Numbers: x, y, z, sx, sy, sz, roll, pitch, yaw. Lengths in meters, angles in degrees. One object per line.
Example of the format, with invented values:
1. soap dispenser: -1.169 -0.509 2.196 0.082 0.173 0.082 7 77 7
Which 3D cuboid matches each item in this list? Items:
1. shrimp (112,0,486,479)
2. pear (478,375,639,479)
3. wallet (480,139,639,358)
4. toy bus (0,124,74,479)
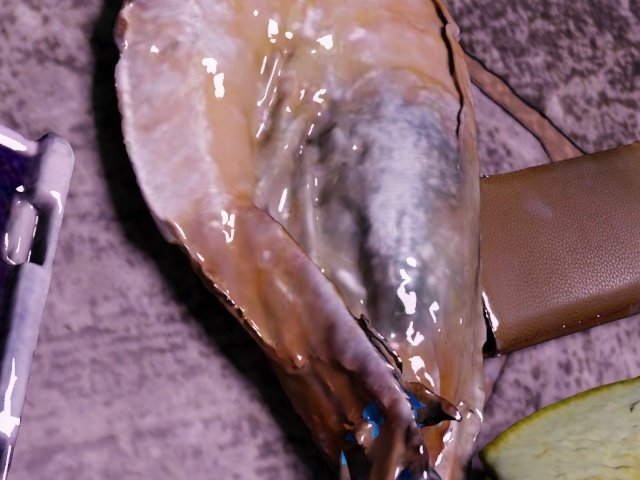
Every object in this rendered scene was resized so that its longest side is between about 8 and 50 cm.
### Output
1. shrimp: 0.000 0.000 1.048 0.221 0.110 0.445 3 65 -27
2. pear: 0.178 0.233 1.014 0.292 0.159 0.292 -7 90 -70
3. wallet: 0.157 0.003 1.193 0.198 0.031 0.110 -14 78 -37
4. toy bus: -0.346 -0.007 0.717 0.440 0.249 0.209 25 58 -30
